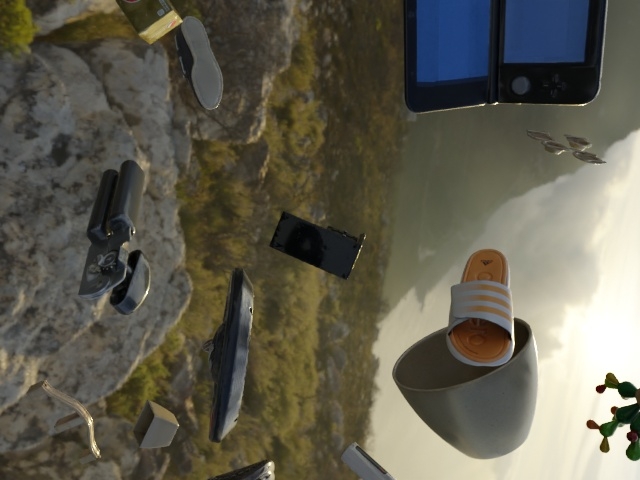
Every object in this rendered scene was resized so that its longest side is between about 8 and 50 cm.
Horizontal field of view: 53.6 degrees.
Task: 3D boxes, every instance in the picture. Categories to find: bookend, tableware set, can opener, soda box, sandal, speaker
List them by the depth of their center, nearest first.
[{"bbox_3d":[-0.273,-0.373,0.886,0.181,0.061,0.058,57,4,-2],"label":"soda box"},{"bbox_3d":[-0.301,-0.006,0.960,0.095,0.075,0.284,57,15,-38],"label":"can opener"},{"bbox_3d":[0.252,0.083,1.006,0.265,0.101,0.076,-71,152,-48],"label":"sandal"},{"bbox_3d":[0.000,0.000,1.216,0.157,0.156,0.072,-45,158,-80],"label":"bookend"},{"bbox_3d":[0.524,-0.204,1.358,0.169,0.140,0.020,-86,-172,-63],"label":"tableware set"},{"bbox_3d":[0.115,0.548,1.513,0.055,0.136,0.055,-37,147,-29],"label":"speaker"}]

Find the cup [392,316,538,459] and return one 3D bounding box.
[{"bbox_3d":[0.360,0.354,1.461,0.331,0.330,0.237,-41,110,-58],"label":"cup"}]

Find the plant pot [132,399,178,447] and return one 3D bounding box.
[{"bbox_3d":[-0.498,0.569,1.934,0.096,0.109,0.109,26,91,-30],"label":"plant pot"}]

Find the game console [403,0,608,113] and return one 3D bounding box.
[{"bbox_3d":[0.270,-0.338,0.925,0.173,0.250,0.293,-29,122,-50],"label":"game console"}]

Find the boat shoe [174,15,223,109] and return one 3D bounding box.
[{"bbox_3d":[-0.268,-0.376,1.376,0.075,0.065,0.206,-12,86,-42],"label":"boat shoe"}]

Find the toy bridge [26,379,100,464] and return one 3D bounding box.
[{"bbox_3d":[-0.458,0.333,1.168,0.026,0.063,0.188,-94,158,-67],"label":"toy bridge"}]

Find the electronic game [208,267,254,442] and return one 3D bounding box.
[{"bbox_3d":[-0.125,0.150,0.846,0.229,0.048,0.230,-172,-90,-80],"label":"electronic game"}]

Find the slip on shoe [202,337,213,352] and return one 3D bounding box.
[{"bbox_3d":[-0.373,0.376,2.343,0.135,0.052,0.041,-26,171,-21],"label":"slip on shoe"}]

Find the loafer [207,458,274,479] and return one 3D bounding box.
[{"bbox_3d":[-0.137,0.534,1.273,0.366,0.133,0.130,88,-16,-63],"label":"loafer"}]

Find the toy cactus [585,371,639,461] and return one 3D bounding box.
[{"bbox_3d":[0.633,0.336,1.299,0.181,0.112,0.219,-53,-179,31],"label":"toy cactus"}]
